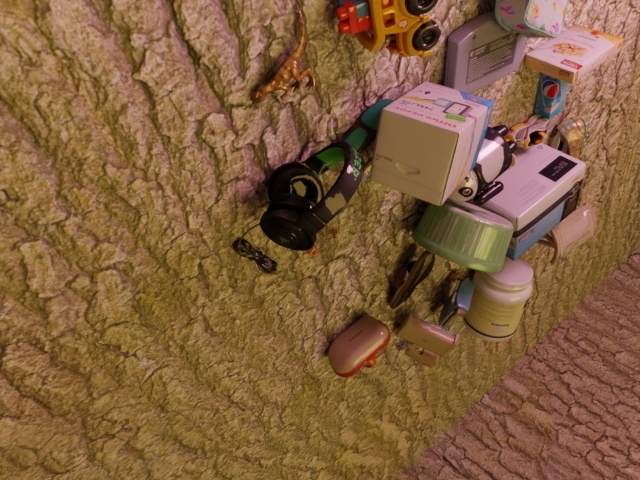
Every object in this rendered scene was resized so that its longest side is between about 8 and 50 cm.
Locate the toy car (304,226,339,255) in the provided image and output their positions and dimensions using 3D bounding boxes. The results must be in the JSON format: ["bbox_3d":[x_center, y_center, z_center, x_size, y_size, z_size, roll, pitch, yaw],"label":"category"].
[{"bbox_3d":[0.000,0.000,1.503,0.122,0.040,0.060,-41,141,-10],"label":"toy car"}]

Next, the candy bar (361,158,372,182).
[{"bbox_3d":[0.120,-0.183,1.485,0.161,0.018,0.040,-45,142,-4],"label":"candy bar"}]

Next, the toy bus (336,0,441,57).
[{"bbox_3d":[0.133,-0.478,1.161,0.212,0.149,0.220,-27,141,-6],"label":"toy bus"}]

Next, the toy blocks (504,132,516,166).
[{"bbox_3d":[0.581,-0.276,1.806,0.148,0.054,0.123,-26,120,-26],"label":"toy blocks"}]

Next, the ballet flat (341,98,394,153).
[{"bbox_3d":[0.114,-0.273,1.372,0.203,0.074,0.074,-48,142,-11],"label":"ballet flat"}]

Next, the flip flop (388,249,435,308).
[{"bbox_3d":[0.300,0.130,1.884,0.112,0.080,0.277,-20,149,-38],"label":"flip flop"}]

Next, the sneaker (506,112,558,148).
[{"bbox_3d":[0.738,-0.369,1.865,0.225,0.093,0.088,-31,139,-22],"label":"sneaker"}]

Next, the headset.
[{"bbox_3d":[-0.045,-0.061,1.262,0.394,0.243,0.185,-33,120,27],"label":"headset"}]

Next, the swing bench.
[{"bbox_3d":[0.918,-0.075,2.155,0.253,0.255,0.165,-26,136,-27],"label":"swing bench"}]

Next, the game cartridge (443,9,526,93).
[{"bbox_3d":[0.455,-0.522,1.496,0.294,0.060,0.196,-28,141,-25],"label":"game cartridge"}]

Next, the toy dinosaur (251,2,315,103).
[{"bbox_3d":[-0.058,-0.359,1.127,0.112,0.064,0.211,26,101,-50],"label":"toy dinosaur"}]

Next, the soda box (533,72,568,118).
[{"bbox_3d":[0.766,-0.513,1.792,0.071,0.067,0.210,-31,138,-22],"label":"soda box"}]

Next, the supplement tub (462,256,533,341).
[{"bbox_3d":[0.730,0.232,2.246,0.236,0.235,0.324,-23,135,-29],"label":"supplement tub"}]

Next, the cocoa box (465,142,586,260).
[{"bbox_3d":[0.710,-0.146,1.912,0.347,0.231,0.227,-36,140,-17],"label":"cocoa box"}]

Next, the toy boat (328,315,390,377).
[{"bbox_3d":[0.142,0.379,1.854,0.231,0.151,0.151,-38,121,-13],"label":"toy boat"}]

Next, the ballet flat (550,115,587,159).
[{"bbox_3d":[0.934,-0.322,2.094,0.123,0.123,0.348,-37,141,-15],"label":"ballet flat"}]

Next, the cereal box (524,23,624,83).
[{"bbox_3d":[0.771,-0.573,1.661,0.240,0.173,0.047,-34,140,-20],"label":"cereal box"}]

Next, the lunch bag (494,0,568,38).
[{"bbox_3d":[0.557,-0.659,1.392,0.224,0.108,0.278,-4,108,-44],"label":"lunch bag"}]

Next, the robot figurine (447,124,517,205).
[{"bbox_3d":[0.459,-0.236,1.639,0.278,0.209,0.173,-37,153,-15],"label":"robot figurine"}]

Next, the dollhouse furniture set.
[{"bbox_3d":[0.437,0.287,2.152,0.286,0.198,0.303,111,5,-56],"label":"dollhouse furniture set"}]

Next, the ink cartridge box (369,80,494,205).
[{"bbox_3d":[0.279,-0.250,1.367,0.270,0.198,0.197,-42,148,-47],"label":"ink cartridge box"}]

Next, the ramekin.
[{"bbox_3d":[0.455,-0.029,1.722,0.304,0.303,0.148,2,113,-45],"label":"ramekin"}]
